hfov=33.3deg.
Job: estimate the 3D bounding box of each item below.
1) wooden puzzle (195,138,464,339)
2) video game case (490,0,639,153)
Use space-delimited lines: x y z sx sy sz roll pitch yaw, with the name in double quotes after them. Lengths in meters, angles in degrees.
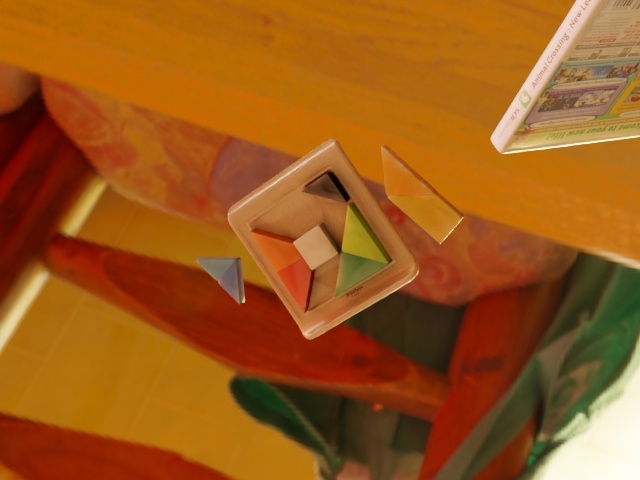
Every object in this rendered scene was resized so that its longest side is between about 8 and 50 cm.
0.000 0.000 0.482 0.116 0.014 0.078 -40 86 25 "wooden puzzle"
0.271 -0.156 0.919 0.212 0.023 0.193 -9 146 -30 "video game case"
